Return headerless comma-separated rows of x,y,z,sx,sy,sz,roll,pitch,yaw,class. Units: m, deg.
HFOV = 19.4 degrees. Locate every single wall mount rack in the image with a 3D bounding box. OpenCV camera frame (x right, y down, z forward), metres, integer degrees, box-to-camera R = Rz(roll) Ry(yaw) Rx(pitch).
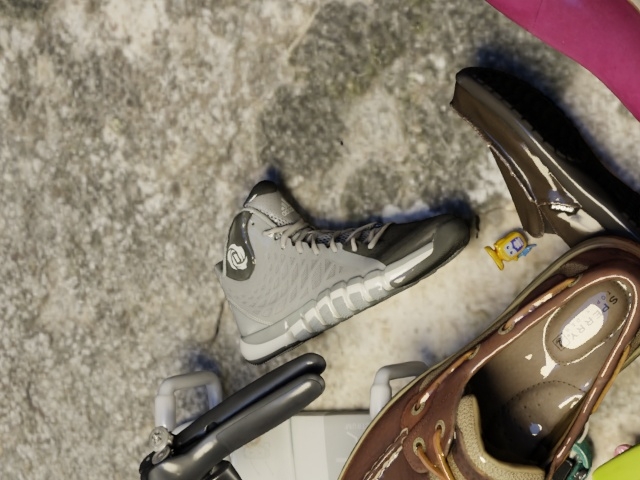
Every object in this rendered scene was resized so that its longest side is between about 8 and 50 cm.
-0.011,0.253,1.506,0.350,0.130,0.304,-5,91,28,wall mount rack

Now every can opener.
-0.067,0.144,1.448,0.186,0.059,0.073,-41,123,19,can opener

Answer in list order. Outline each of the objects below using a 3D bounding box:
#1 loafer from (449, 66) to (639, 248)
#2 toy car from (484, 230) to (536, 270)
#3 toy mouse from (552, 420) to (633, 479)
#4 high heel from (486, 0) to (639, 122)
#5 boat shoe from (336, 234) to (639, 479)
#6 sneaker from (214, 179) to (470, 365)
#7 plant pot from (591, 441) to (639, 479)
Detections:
0.168,-0.038,1.392,0.220,0.080,0.078,47,117,10,loafer
0.180,0.040,1.421,0.040,0.060,0.122,-38,90,-4,toy car
0.221,0.184,1.439,0.161,0.031,0.143,-9,98,37,toy mouse
0.206,-0.151,1.360,0.377,0.127,0.181,57,147,0,high heel
0.115,0.138,1.329,0.123,0.123,0.342,45,103,3,boat shoe
0.000,0.000,1.484,0.229,0.086,0.132,-30,85,29,sneaker
0.354,0.186,1.248,0.207,0.227,0.228,-39,73,31,plant pot
